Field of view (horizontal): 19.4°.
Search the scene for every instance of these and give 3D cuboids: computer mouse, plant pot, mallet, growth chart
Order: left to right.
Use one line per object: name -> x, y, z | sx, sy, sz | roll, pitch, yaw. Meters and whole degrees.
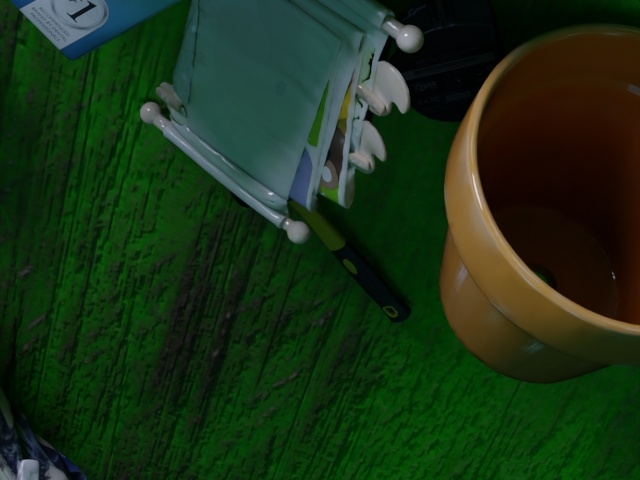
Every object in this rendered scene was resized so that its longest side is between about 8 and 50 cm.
growth chart -> -0.027, -0.094, 1.165 | 0.172, 0.021, 0.237 | 42, 143, 11
mallet -> 0.000, 0.000, 1.318 | 0.062, 0.039, 0.189 | -11, 136, 25
computer mouse -> 0.066, -0.152, 1.105 | 0.071, 0.041, 0.242 | -10, 146, 6
plant pot -> 0.161, -0.001, 1.169 | 0.205, 0.205, 0.188 | 19, 152, -6

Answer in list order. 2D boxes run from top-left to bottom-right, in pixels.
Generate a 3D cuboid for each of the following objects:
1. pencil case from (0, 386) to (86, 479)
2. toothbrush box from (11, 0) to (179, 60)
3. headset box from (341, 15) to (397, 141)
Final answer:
pencil case -> -0.332, 0.099, 1.411 | 0.183, 0.160, 0.410 | 5, 139, 34
toothbrush box -> -0.087, -0.259, 0.999 | 0.295, 0.126, 0.216 | -24, 124, 35
headset box -> 0.023, -0.102, 1.182 | 0.032, 0.062, 0.083 | 13, 138, 1
